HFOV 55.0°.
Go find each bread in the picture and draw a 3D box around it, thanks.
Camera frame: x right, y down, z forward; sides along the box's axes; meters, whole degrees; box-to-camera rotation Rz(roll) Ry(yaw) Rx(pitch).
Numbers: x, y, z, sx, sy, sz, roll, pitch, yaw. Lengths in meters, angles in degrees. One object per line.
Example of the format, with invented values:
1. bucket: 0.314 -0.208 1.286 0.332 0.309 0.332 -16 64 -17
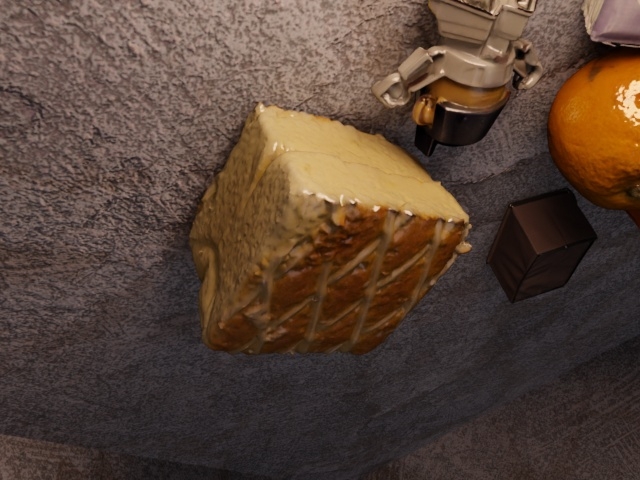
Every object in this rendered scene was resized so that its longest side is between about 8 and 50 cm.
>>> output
1. bread: 0.000 0.000 1.060 0.371 0.279 0.390 5 137 -35

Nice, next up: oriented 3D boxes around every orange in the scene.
1. orange: 0.577 -0.204 1.124 0.312 0.312 0.312 -17 146 -12

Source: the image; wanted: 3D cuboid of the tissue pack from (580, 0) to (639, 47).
1. tissue pack: 0.550 -0.439 0.865 0.242 0.125 0.343 8 145 6

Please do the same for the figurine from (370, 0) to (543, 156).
1. figurine: 0.227 -0.260 0.966 0.309 0.143 0.308 -3 134 -3

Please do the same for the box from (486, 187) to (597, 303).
1. box: 0.552 0.021 1.554 0.188 0.153 0.252 -14 147 -14

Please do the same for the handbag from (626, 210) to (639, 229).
1. handbag: 0.793 -0.192 1.274 0.116 0.303 0.410 -4 143 -30
